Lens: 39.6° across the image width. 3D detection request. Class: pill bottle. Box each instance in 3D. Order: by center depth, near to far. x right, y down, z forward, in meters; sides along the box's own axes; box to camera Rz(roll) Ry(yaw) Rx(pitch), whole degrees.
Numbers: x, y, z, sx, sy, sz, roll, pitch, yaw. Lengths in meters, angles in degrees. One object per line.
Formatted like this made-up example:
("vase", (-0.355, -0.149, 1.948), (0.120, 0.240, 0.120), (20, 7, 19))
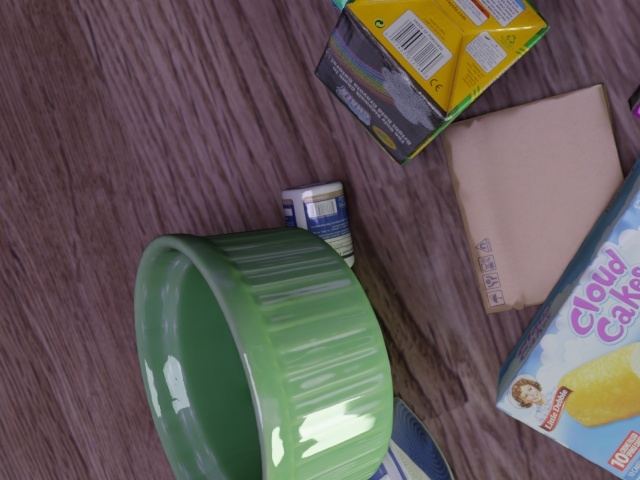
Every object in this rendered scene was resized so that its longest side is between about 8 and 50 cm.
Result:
("pill bottle", (0.000, 0.000, 0.943), (0.067, 0.067, 0.120), (-7, 98, 20))

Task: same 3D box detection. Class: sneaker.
("sneaker", (0.077, 0.346, 0.950), (0.182, 0.127, 0.316), (-26, 93, 19))

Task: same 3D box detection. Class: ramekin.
("ramekin", (-0.060, 0.130, 0.876), (0.303, 0.148, 0.304), (32, 128, 52))

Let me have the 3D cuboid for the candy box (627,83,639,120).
("candy box", (0.337, -0.094, 0.723), (0.159, 0.233, 0.071), (36, 109, 8))

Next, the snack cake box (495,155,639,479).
("snack cake box", (0.294, 0.075, 0.828), (0.152, 0.089, 0.264), (28, 114, 4))

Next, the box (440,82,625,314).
("box", (0.221, -0.038, 0.886), (0.164, 0.021, 0.201), (-13, 95, 20))

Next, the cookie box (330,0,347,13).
("cookie box", (0.060, -0.266, 0.861), (0.107, 0.092, 0.040), (-41, 83, 20))

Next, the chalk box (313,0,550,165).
("chalk box", (0.090, -0.168, 0.827), (0.132, 0.213, 0.132), (-42, 90, -12))
